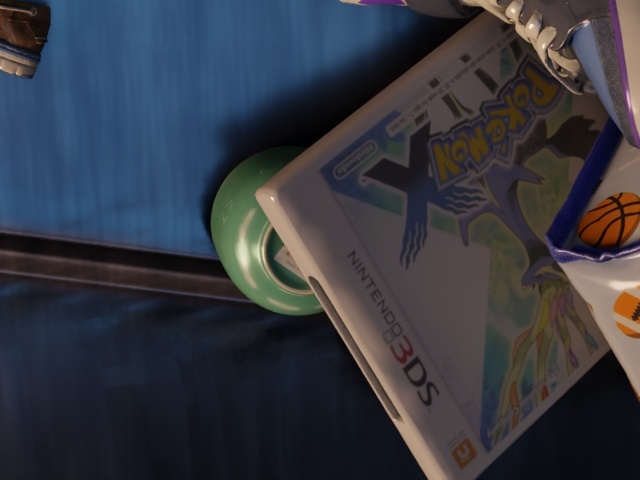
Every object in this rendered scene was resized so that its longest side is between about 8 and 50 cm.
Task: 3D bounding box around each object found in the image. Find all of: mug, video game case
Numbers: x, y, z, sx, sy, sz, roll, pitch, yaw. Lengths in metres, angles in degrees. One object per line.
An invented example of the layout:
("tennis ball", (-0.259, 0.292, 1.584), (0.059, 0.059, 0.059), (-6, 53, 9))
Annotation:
("mug", (-0.005, -0.008, 1.152), (0.157, 0.097, 0.130), (-11, 106, -8))
("video game case", (0.145, -0.011, 1.155), (0.329, 0.036, 0.300), (-39, 111, -22))

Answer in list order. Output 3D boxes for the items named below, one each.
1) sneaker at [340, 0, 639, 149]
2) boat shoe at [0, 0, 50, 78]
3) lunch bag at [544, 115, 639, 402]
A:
("sneaker", (0.132, -0.179, 1.052), (0.236, 0.323, 0.130), (-18, 153, 20))
("boat shoe", (-0.291, -0.186, 1.070), (0.183, 0.066, 0.066), (22, 94, -26))
("lunch bag", (0.368, -0.004, 1.116), (0.328, 0.238, 0.385), (58, 45, -27))
